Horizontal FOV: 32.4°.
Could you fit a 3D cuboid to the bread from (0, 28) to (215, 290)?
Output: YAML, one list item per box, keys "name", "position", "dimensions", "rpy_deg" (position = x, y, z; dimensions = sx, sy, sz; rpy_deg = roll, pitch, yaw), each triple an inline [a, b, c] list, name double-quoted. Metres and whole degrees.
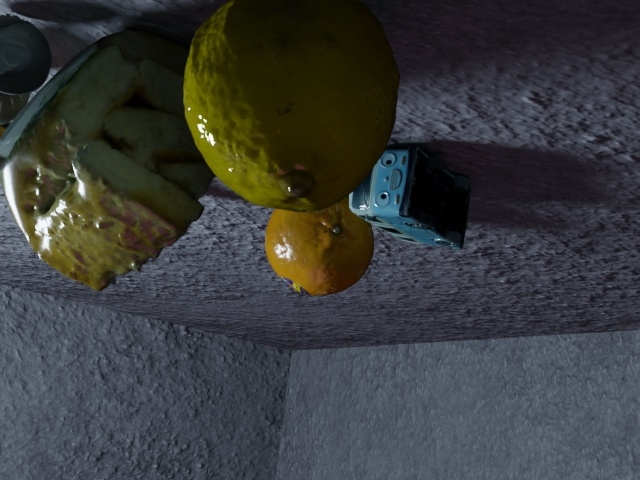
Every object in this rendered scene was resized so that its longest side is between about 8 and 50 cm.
- name: "bread"
  position: [-0.277, -0.157, 1.566]
  dimensions: [0.264, 0.395, 0.239]
  rpy_deg: [37, 137, -16]

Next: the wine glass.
- name: "wine glass"
  position: [-0.486, -0.242, 1.640]
  dimensions: [0.126, 0.126, 0.241]
  rpy_deg: [14, 166, -27]

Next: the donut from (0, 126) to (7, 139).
- name: "donut"
  position: [-0.609, -0.175, 2.090]
  dimensions: [0.152, 0.058, 0.152]
  rpy_deg: [15, 166, 4]

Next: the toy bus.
- name: "toy bus"
  position: [0.155, -0.075, 1.979]
  dimensions: [0.165, 0.133, 0.271]
  rpy_deg: [4, 169, 29]

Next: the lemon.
- name: "lemon"
  position: [-0.037, -0.173, 1.329]
  dimensions: [0.268, 0.322, 0.268]
  rpy_deg: [5, 129, 7]

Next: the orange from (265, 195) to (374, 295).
- name: "orange"
  position: [-0.002, 0.000, 2.183]
  dimensions: [0.219, 0.219, 0.193]
  rpy_deg: [6, 156, 6]
